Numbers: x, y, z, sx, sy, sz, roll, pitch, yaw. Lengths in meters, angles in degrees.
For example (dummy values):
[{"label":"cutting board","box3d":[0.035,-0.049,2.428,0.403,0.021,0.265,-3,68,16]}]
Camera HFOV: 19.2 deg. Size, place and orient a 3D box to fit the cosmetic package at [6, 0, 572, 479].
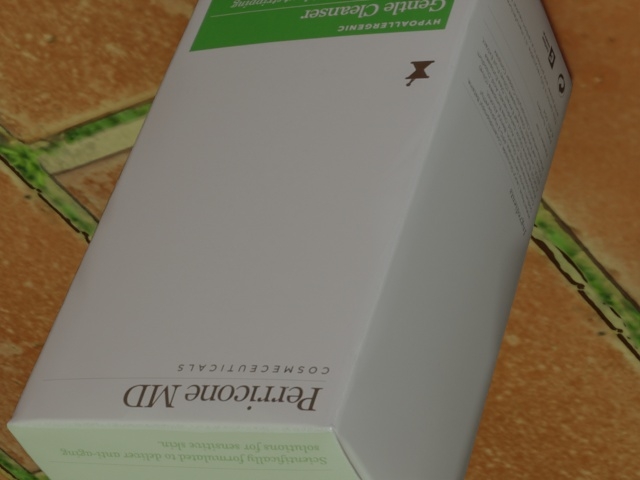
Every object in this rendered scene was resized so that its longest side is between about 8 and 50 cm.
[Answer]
[{"label":"cosmetic package","box3d":[0.000,0.000,1.051,0.197,0.365,0.155,-3,138,26]}]
